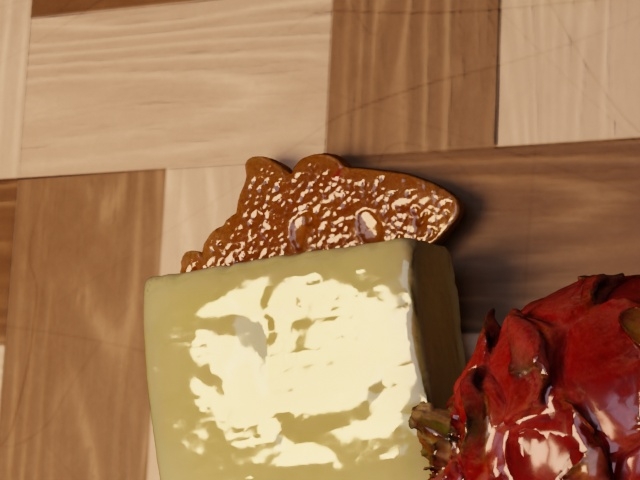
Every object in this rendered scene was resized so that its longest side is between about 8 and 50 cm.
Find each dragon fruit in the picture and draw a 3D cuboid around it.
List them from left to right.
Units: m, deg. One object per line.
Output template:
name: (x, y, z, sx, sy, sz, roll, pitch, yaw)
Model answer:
dragon fruit: (0.240, 0.156, 1.521, 0.342, 0.277, 0.277, -8, 75, 13)

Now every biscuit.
biscuit: (0.000, 0.000, 1.788, 0.280, 0.043, 0.183, -16, 81, 19)

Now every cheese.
cheese: (-0.011, 0.134, 1.703, 0.265, 0.124, 0.243, -9, 82, 22)
